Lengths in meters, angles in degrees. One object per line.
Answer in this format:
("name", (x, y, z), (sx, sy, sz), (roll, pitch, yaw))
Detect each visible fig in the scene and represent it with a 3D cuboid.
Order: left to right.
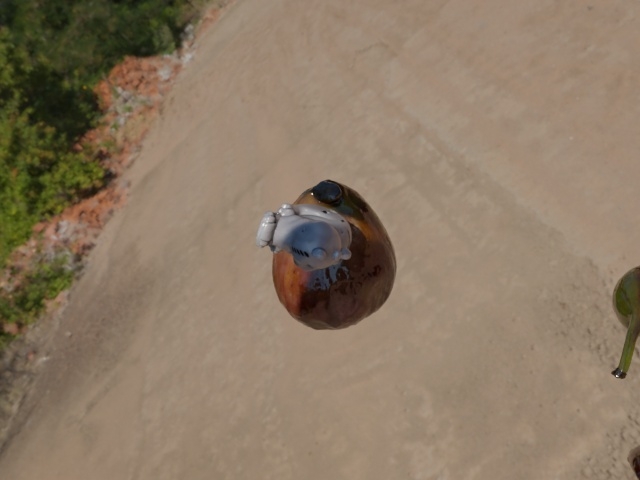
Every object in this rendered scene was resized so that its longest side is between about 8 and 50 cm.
("fig", (0.025, 0.027, 1.194), (0.224, 0.224, 0.263), (-3, 88, 57))
("fig", (0.472, 0.118, 0.987), (0.236, 0.124, 0.124), (-33, 11, -39))

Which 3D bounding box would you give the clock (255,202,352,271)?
("clock", (0.000, 0.001, 0.986), (0.117, 0.176, 0.080), (26, 104, 25))

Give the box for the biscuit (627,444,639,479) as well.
("biscuit", (0.406, 0.310, 0.726), (0.049, 0.192, 0.192), (-33, 27, 13))
